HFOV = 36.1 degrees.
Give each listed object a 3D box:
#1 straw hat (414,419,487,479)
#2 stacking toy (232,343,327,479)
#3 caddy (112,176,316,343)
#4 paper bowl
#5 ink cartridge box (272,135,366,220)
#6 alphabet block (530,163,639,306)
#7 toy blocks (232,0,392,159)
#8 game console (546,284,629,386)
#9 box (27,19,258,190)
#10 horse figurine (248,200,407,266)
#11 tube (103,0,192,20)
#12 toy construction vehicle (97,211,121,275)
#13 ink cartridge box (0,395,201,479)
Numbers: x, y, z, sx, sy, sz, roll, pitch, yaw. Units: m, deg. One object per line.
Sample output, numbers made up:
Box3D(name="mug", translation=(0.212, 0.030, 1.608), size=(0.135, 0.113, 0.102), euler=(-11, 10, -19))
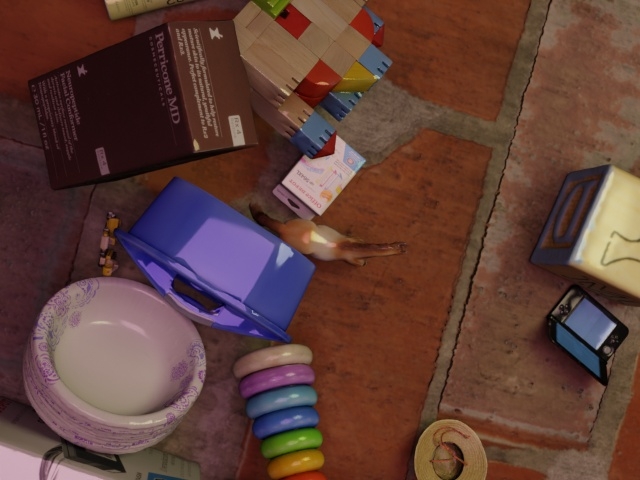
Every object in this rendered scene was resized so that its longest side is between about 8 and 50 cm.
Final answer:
Box3D(name="straw hat", translation=(0.225, 0.396, 1.760), size=(0.144, 0.061, 0.145), euler=(3, 74, -11))
Box3D(name="stacking toy", translation=(-0.051, 0.347, 1.632), size=(0.141, 0.141, 0.331), euler=(-10, 72, -7))
Box3D(name="caddy", translation=(-0.174, 0.047, 1.611), size=(0.341, 0.241, 0.179), euler=(33, 81, -7))
Box3D(name="paper bowl", translation=(-0.340, 0.211, 1.597), size=(0.284, 0.284, 0.148), euler=(27, 132, -7))
Box3D(name="ink cartridge box", translation=(-0.005, -0.110, 1.701), size=(0.092, 0.090, 0.143), euler=(40, 86, -7))
Box3D(name="alphabet block", translation=(0.518, -0.005, 1.721), size=(0.197, 0.193, 0.193), euler=(25, 88, -7))
Box3D(name="toy blocks", translation=(-0.007, -0.317, 1.635), size=(0.261, 0.190, 0.381), euler=(40, 60, -8))
Box3D(name="game console", translation=(0.488, 0.170, 1.777), size=(0.144, 0.085, 0.124), euler=(40, 87, -7))
Box3D(name="box", translation=(-0.283, -0.200, 1.521), size=(0.143, 0.381, 0.191), euler=(-15, 94, -48))
Box3D(name="horse figurine", translation=(0.000, 0.000, 1.662), size=(0.263, 0.174, 0.066), euler=(17, 87, -7))
Box3D(name="tube", translation=(-0.253, -0.437, 1.675), size=(0.240, 0.070, 0.062), euler=(-18, 73, -9))
Box3D(name="toy construction vehicle", translation=(-0.353, 0.006, 1.662), size=(0.035, 0.098, 0.086), euler=(10, 107, -10))
Box3D(name="ink cartridge box", translation=(-0.400, 0.399, 1.564), size=(0.394, 0.285, 0.166), euler=(21, 88, -8))
